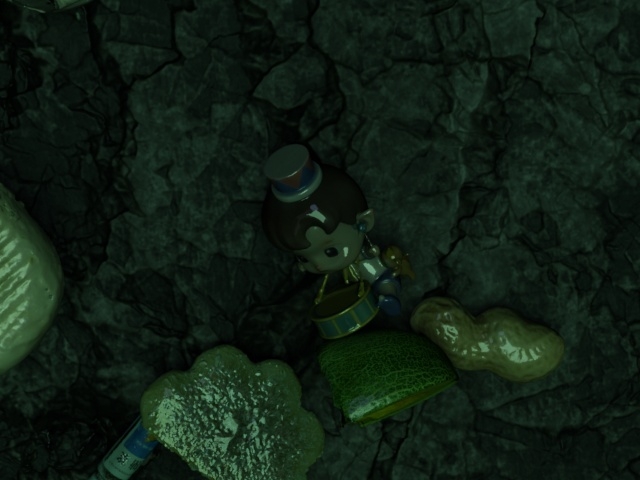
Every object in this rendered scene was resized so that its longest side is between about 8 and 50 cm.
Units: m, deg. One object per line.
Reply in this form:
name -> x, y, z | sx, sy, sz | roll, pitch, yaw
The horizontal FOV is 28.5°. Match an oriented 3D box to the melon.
melon -> 0.093, 0.173, 1.739 | 0.169, 0.265, 0.129 | -23, 78, 3

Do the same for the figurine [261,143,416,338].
figurine -> 0.005, -0.005, 1.717 | 0.161, 0.158, 0.275 | -18, 110, 42

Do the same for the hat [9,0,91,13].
hat -> -0.343, -0.428, 1.588 | 0.232, 0.161, 0.275 | 0, 111, 23

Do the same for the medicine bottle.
medicine bottle -> -0.267, 0.294, 1.826 | 0.051, 0.051, 0.191 | 38, 99, -11

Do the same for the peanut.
peanut -> 0.237, 0.142, 1.806 | 0.228, 0.085, 0.104 | 12, 99, -4

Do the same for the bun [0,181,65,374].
bun -> -0.531, 0.036, 1.672 | 0.360, 0.211, 0.359 | -4, 109, -13

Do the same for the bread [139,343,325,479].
bread -> -0.107, 0.257, 1.791 | 0.286, 0.056, 0.207 | 38, 76, -12
